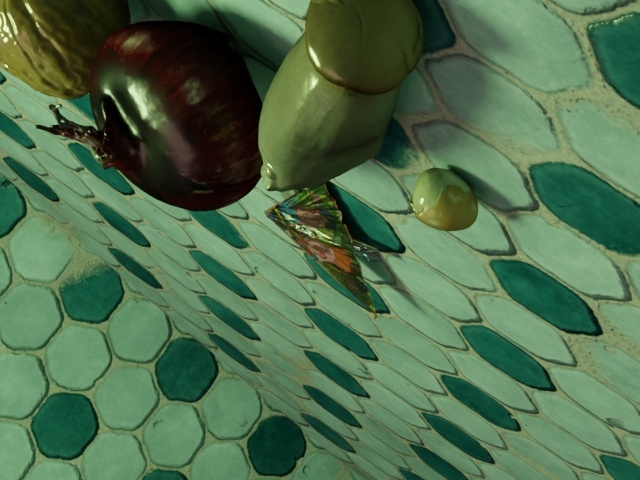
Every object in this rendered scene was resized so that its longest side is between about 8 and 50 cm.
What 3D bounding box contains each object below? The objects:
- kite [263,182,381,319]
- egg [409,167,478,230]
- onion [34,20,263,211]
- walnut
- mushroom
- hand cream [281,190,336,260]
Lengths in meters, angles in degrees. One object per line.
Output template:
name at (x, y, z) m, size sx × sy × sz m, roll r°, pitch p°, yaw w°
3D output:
kite at (0.000, 0.000, 2.263) m, size 0.234 × 0.016 × 0.321 m, roll 21°, pitch 148°, yaw 33°
egg at (0.149, -0.047, 1.783) m, size 0.083 × 0.071 × 0.071 m, roll 24°, pitch 166°, yaw -5°
onion at (-0.201, -0.144, 1.877) m, size 0.273 × 0.285 × 0.273 m, roll 41°, pitch 149°, yaw 32°
walnut at (-0.348, -0.289, 1.985) m, size 0.213 × 0.213 × 0.213 m, roll 35°, pitch 165°, yaw 11°
mushroom at (0.011, -0.156, 1.626) m, size 0.407 × 0.154 × 0.137 m, roll 107°, pitch 152°, yaw -72°
hand cream at (-0.009, -0.025, 2.292) m, size 0.052 × 0.038 × 0.216 m, roll -12°, pitch 127°, yaw 39°
